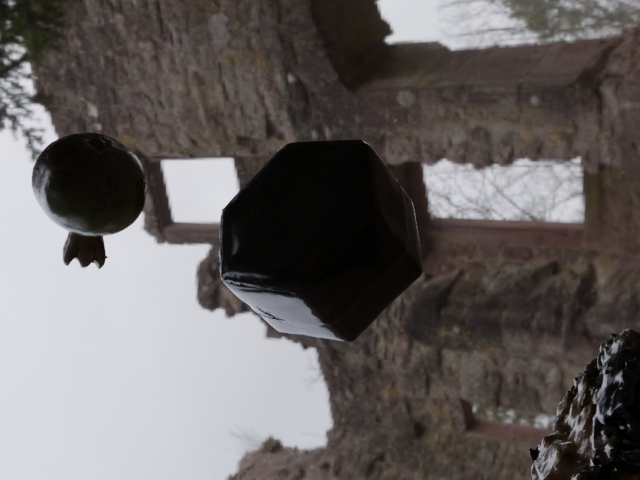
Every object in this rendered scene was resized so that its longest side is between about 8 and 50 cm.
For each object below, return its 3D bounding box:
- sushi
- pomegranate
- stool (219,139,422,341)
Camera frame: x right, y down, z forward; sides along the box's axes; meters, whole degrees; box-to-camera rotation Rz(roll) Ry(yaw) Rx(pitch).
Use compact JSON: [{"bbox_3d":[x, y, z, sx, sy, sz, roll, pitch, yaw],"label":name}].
[{"bbox_3d":[0.310,0.220,0.817,0.200,0.204,0.213,-56,-6,-31],"label":"sushi"},{"bbox_3d":[-0.235,-0.039,0.890,0.114,0.114,0.142,-29,-41,-55],"label":"pomegranate"},{"bbox_3d":[0.000,0.000,1.027,0.141,0.232,0.232,49,-128,-40],"label":"stool"}]
